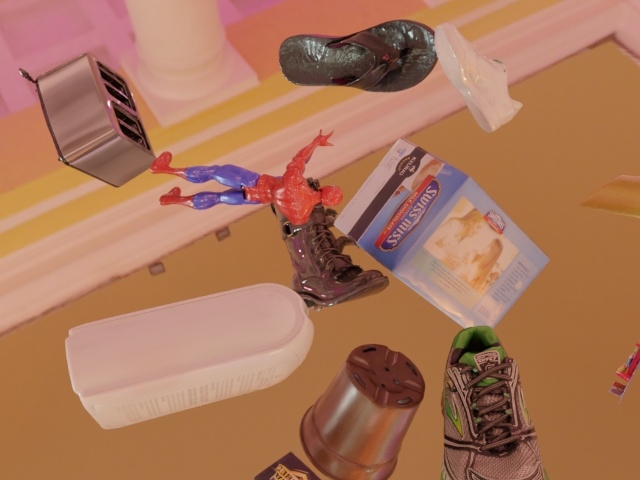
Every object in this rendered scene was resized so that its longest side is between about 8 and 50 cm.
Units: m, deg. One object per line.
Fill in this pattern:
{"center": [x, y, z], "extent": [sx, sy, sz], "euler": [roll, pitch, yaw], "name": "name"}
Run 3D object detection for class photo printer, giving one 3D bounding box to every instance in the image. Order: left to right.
{"center": [-0.161, 0.155, 0.916], "extent": [0.307, 0.256, 0.107], "euler": [-12, -111, -14], "name": "photo printer"}

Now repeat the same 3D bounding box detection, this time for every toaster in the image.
{"center": [-0.365, -0.195, 1.102], "extent": [0.110, 0.185, 0.168], "euler": [-27, -106, 9], "name": "toaster"}

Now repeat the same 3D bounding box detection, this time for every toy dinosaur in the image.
{"center": [-0.009, -0.008, 1.498], "extent": [0.160, 0.121, 0.314], "euler": [-8, -110, -32], "name": "toy dinosaur"}

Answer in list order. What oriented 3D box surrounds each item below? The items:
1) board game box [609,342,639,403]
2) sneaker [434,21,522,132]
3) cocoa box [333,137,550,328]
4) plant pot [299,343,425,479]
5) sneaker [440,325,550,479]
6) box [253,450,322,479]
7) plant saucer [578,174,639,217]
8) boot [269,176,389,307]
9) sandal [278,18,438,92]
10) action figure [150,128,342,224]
{"center": [0.642, 0.256, 1.410], "extent": [0.033, 0.133, 0.168], "euler": [27, -135, 27], "name": "board game box"}
{"center": [0.284, -0.304, 1.213], "extent": [0.094, 0.080, 0.212], "euler": [-34, -77, -2], "name": "sneaker"}
{"center": [0.250, 0.002, 1.382], "extent": [0.231, 0.347, 0.228], "euler": [-51, -141, 4], "name": "cocoa box"}
{"center": [0.071, 0.258, 1.036], "extent": [0.167, 0.165, 0.167], "euler": [16, -145, -11], "name": "plant pot"}
{"center": [0.217, 0.232, 0.916], "extent": [0.134, 0.146, 0.343], "euler": [-6, -160, 3], "name": "sneaker"}
{"center": [0.002, 0.326, 0.615], "extent": [0.175, 0.220, 0.051], "euler": [35, -140, 31], "name": "box"}
{"center": [0.722, -0.058, 1.273], "extent": [0.332, 0.333, 0.081], "euler": [10, -83, -13], "name": "plant saucer"}
{"center": [0.000, 0.000, 1.205], "extent": [0.091, 0.263, 0.229], "euler": [-9, -93, -40], "name": "boot"}
{"center": [0.076, -0.432, 1.660], "extent": [0.445, 0.168, 0.107], "euler": [4, -153, 33], "name": "sandal"}
{"center": [-0.084, -0.092, 0.958], "extent": [0.280, 0.091, 0.139], "euler": [10, -142, 26], "name": "action figure"}
